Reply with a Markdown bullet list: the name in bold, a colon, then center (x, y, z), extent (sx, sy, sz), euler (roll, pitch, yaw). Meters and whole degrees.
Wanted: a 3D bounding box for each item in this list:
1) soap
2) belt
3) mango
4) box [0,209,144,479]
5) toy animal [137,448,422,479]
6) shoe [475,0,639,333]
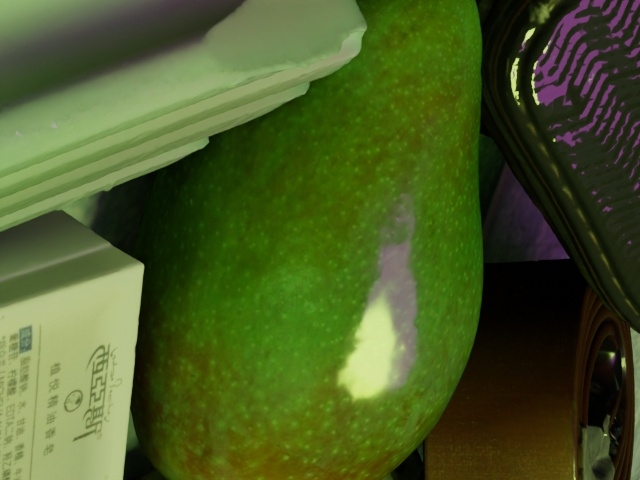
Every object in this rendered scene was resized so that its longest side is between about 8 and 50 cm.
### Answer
- **soap**: center (-0.146, -0.081, 0.904), extent (0.347, 0.208, 0.115), euler (-25, 88, -37)
- **belt**: center (0.162, 0.127, 1.360), extent (0.339, 0.122, 0.217), euler (-38, 124, -70)
- **mango**: center (0.000, 0.000, 1.114), extent (0.201, 0.225, 0.382), euler (1, 112, -55)
- **box**: center (-0.223, 0.132, 1.037), extent (0.203, 0.116, 0.274), euler (-18, 126, -41)
- **toy animal**: center (0.002, 0.193, 1.280), extent (0.363, 0.180, 0.181), euler (-29, 148, -30)
- **shoe**: center (0.190, -0.087, 1.264), extent (0.171, 0.237, 0.384), euler (-44, 129, 1)
